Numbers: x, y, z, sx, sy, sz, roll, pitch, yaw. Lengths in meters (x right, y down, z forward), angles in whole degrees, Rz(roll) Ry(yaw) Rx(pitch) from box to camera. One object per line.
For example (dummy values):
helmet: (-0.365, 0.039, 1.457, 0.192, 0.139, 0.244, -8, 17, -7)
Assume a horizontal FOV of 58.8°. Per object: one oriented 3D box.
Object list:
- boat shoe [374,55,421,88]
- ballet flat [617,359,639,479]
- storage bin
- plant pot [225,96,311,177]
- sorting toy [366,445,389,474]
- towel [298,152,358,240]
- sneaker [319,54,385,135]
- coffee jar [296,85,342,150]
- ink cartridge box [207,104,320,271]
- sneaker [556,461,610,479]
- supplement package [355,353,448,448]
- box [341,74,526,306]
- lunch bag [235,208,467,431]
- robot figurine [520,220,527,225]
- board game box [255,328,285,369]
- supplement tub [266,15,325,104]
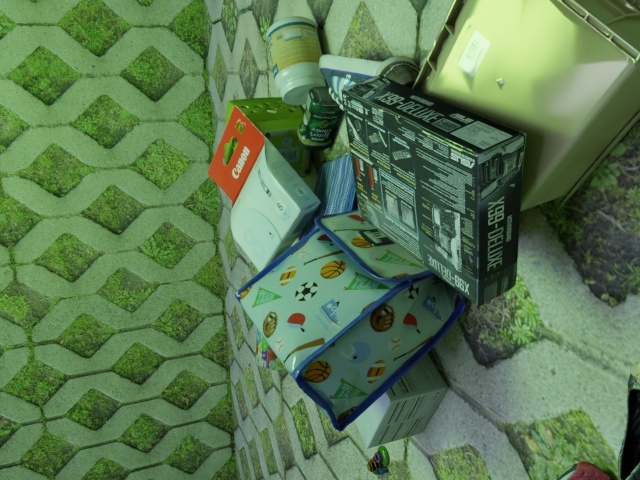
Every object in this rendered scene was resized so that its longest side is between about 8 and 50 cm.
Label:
boat shoe: (0.161, -0.172, 1.064, 0.096, 0.117, 0.324, -105, 5, -54)
ballet flat: (0.414, 0.235, 0.726, 0.057, 0.049, 0.173, -161, 65, -65)
storage bin: (0.273, -0.214, 0.743, 0.260, 0.123, 0.262, 55, 147, 25)
plant pot: (-0.148, -0.298, 1.738, 0.207, 0.228, 0.227, 44, 137, 47)
sorting toy: (0.150, 0.597, 1.520, 0.061, 0.042, 0.102, -118, 30, -42)
towel: (0.029, -0.110, 1.478, 0.336, 0.040, 0.243, 178, 108, -70)
sneaker: (0.083, -0.282, 1.267, 0.323, 0.130, 0.236, 34, 123, 54)
coffee jar: (-0.003, -0.321, 1.525, 0.184, 0.096, 0.079, 113, 146, -54)
ink cartridge box: (-0.203, -0.143, 1.630, 0.385, 0.091, 0.308, 49, 138, 13)
sneaker: (0.358, 0.458, 0.867, 0.112, 0.121, 0.299, -69, -10, -69)
supplement package: (0.141, 0.297, 1.303, 0.204, 0.145, 0.261, 104, 151, -42)
box: (0.154, -0.083, 0.833, 0.307, 0.077, 0.242, 42, 151, 49)
lunch bag: (0.067, 0.109, 1.137, 0.328, 0.385, 0.239, 43, 168, 53)
robot figurine: (0.242, -0.046, 0.955, 0.219, 0.128, 0.158, 173, 89, -68)
board game box: (-0.129, 0.288, 1.921, 0.142, 0.144, 0.275, 173, 100, -68)
supplement tub: (-0.063, -0.489, 1.552, 0.144, 0.144, 0.199, 142, 118, -66)
